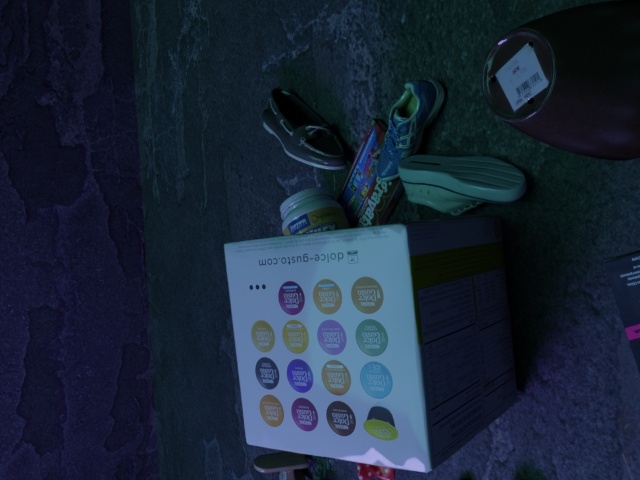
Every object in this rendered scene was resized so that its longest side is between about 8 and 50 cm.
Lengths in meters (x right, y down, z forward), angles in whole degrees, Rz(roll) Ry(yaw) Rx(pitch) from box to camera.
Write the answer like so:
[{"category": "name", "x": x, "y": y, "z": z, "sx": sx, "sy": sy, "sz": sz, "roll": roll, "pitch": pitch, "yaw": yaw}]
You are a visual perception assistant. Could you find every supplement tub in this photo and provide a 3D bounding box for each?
[{"category": "supplement tub", "x": 0.000, "y": 0.000, "z": 1.324, "sx": 0.144, "sy": 0.144, "sz": 0.200, "roll": -45, "pitch": 60, "yaw": 50}]

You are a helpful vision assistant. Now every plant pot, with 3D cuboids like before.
[{"category": "plant pot", "x": 0.324, "y": -0.206, "z": 0.777, "sx": 0.215, "sy": 0.230, "sz": 0.216, "roll": 16, "pitch": 109, "yaw": 53}]

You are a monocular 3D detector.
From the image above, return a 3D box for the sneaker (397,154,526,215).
[{"category": "sneaker", "x": 0.247, "y": -0.091, "z": 1.059, "sx": 0.258, "sy": 0.094, "sz": 0.091, "roll": 21, "pitch": 140, "yaw": 51}]

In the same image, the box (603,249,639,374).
[{"category": "box", "x": 0.466, "y": 0.123, "z": 0.691, "sx": 0.143, "sy": 0.165, "sz": 0.271, "roll": -26, "pitch": 76, "yaw": 54}]

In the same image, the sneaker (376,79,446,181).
[{"category": "sneaker", "x": 0.150, "y": -0.207, "z": 1.138, "sx": 0.080, "sy": 0.081, "sz": 0.211, "roll": 43, "pitch": 121, "yaw": 38}]

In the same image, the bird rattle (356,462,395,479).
[{"category": "bird rattle", "x": 0.140, "y": 0.393, "z": 1.272, "sx": 0.206, "sy": 0.143, "sz": 0.254, "roll": -4, "pitch": 96, "yaw": 40}]

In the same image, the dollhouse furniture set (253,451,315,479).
[{"category": "dollhouse furniture set", "x": -0.125, "y": 0.805, "z": 1.528, "sx": 0.394, "sy": 0.256, "sz": 0.362, "roll": -137, "pitch": 47, "yaw": -68}]

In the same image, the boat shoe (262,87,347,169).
[{"category": "boat shoe", "x": -0.045, "y": -0.265, "z": 1.415, "sx": 0.335, "sy": 0.112, "sz": 0.096, "roll": 44, "pitch": 136, "yaw": 47}]

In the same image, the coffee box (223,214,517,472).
[{"category": "coffee box", "x": 0.093, "y": 0.143, "z": 1.005, "sx": 0.337, "sy": 0.338, "sz": 0.335, "roll": -6, "pitch": 91, "yaw": 37}]

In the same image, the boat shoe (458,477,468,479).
[{"category": "boat shoe", "x": 0.291, "y": 0.515, "z": 1.136, "sx": 0.142, "sy": 0.049, "sz": 0.040, "roll": 60, "pitch": 140, "yaw": 33}]

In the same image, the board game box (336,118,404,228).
[{"category": "board game box", "x": 0.105, "y": -0.102, "z": 1.303, "sx": 0.145, "sy": 0.027, "sz": 0.281, "roll": 54, "pitch": 137, "yaw": 33}]
